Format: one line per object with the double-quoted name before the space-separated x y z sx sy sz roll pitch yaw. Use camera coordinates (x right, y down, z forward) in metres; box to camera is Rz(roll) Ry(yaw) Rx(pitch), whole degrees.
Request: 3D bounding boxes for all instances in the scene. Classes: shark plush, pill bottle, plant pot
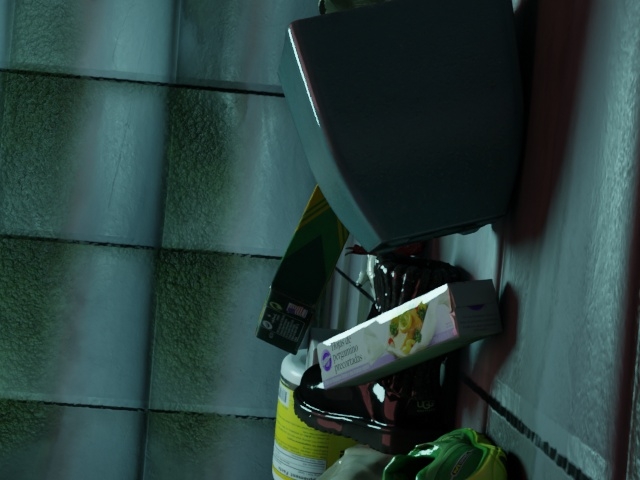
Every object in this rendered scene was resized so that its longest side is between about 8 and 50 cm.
"shark plush" 0.111 0.037 2.379 0.067 0.073 0.161 28 -122 -61
"pill bottle" 0.002 0.400 2.534 0.188 0.187 0.334 -102 16 -76
"plant pot" 0.101 -0.123 1.443 0.248 0.247 0.252 127 130 -83

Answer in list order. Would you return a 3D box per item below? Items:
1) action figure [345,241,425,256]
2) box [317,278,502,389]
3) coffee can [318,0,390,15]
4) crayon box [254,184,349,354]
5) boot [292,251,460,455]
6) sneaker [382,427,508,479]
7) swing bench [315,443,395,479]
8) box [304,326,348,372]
"action figure" 0.095 0.026 2.068 0.280 0.139 0.092 105 167 -57
"box" 0.098 0.117 1.515 0.324 0.067 0.063 -33 64 59
"coffee can" 0.103 -0.491 2.029 0.201 0.201 0.275 107 167 -71
"crayon box" 0.000 0.000 2.010 0.202 0.081 0.319 111 -176 -62
"boot" 0.077 0.140 1.755 0.348 0.131 0.260 7 97 59
"sneaker" 0.126 0.257 1.387 0.295 0.123 0.110 113 161 -80
"swing bench" 0.015 0.417 1.702 0.253 0.165 0.255 -29 -45 -45
"box" 0.065 0.201 1.982 0.130 0.170 0.091 -104 20 -79
